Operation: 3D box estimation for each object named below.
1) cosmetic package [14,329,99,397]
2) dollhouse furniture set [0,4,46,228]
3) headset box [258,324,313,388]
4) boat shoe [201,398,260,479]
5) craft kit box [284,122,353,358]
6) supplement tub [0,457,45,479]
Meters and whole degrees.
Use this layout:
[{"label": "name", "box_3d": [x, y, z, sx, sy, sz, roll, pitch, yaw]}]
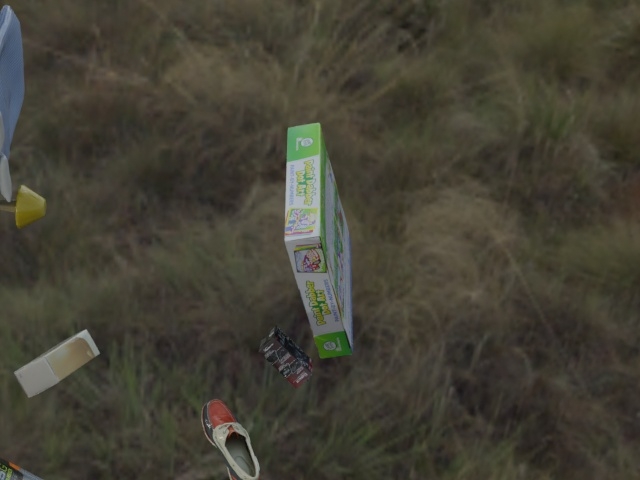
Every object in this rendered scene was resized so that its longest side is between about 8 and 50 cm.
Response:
[{"label": "cosmetic package", "box_3d": [-0.355, 0.165, 1.692, 0.060, 0.041, 0.115, -27, 5, 24]}, {"label": "dollhouse furniture set", "box_3d": [-0.263, -0.202, 1.250, 0.198, 0.303, 0.286, 3, 38, -2]}, {"label": "headset box", "box_3d": [-0.044, 0.162, 1.722, 0.083, 0.032, 0.062, 46, 10, -9]}, {"label": "boat shoe", "box_3d": [-0.116, 0.265, 1.646, 0.049, 0.043, 0.137, -15, 62, -23]}, {"label": "craft kit box", "box_3d": [0.000, 0.000, 1.832, 0.061, 0.246, 0.250, -6, 42, 6]}, {"label": "supplement tub", "box_3d": [-0.506, 0.328, 1.541, 0.338, 0.207, 0.207, 32, 33, -16]}]
